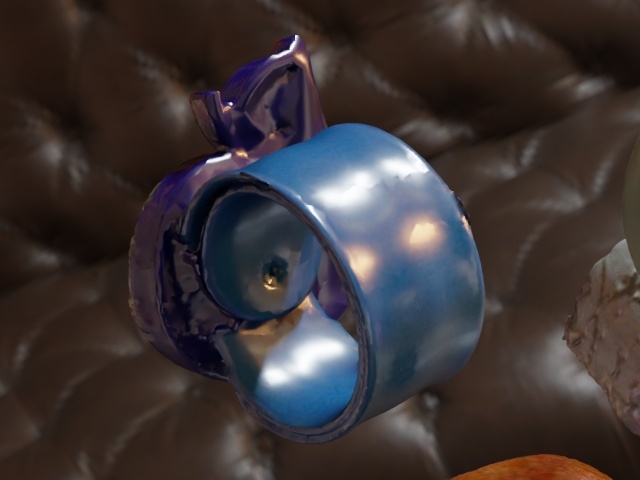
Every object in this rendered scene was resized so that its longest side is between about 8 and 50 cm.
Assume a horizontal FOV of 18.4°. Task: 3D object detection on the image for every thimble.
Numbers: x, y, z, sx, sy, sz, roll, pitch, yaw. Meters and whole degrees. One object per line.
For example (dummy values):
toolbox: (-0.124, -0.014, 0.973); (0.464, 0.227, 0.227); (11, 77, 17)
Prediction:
thimble: (0.262, 0.065, 1.409); (0.151, 0.127, 0.118); (-52, 44, 21)

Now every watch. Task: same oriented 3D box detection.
watch: (-0.003, 0.009, 1.153); (0.171, 0.196, 0.200); (-34, 29, -31)

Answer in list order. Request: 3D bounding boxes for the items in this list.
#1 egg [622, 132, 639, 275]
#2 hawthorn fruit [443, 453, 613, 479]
egg: (0.299, -0.040, 0.890); (0.371, 0.230, 0.230); (-19, 25, 45)
hawthorn fruit: (0.101, 0.219, 1.126); (0.207, 0.207, 0.243); (-32, 7, -9)
